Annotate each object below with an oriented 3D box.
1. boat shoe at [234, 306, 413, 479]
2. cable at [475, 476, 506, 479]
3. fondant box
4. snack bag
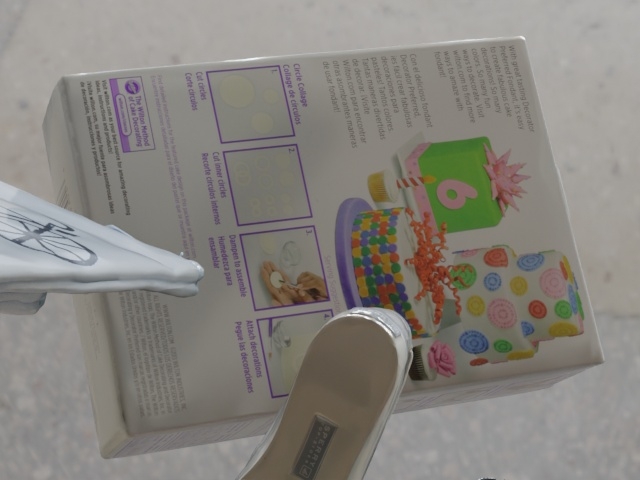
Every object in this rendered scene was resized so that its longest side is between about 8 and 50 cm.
[{"bbox_3d":[-0.007,0.114,0.874,0.066,0.063,0.184,24,102,17],"label":"boat shoe"},{"bbox_3d":[0.133,0.260,1.176,0.184,0.047,0.150,41,84,21],"label":"cable"},{"bbox_3d":[0.000,0.000,1.153,0.330,0.096,0.238,-7,75,-18],"label":"fondant box"},{"bbox_3d":[-0.258,-0.030,0.851,0.323,0.342,0.037,22,96,17],"label":"snack bag"}]
